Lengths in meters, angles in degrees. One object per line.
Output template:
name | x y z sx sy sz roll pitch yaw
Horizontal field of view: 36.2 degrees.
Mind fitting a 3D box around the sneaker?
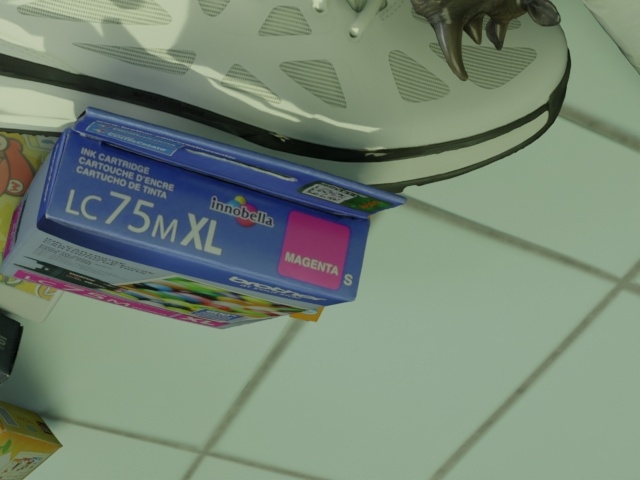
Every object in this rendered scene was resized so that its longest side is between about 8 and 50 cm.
sneaker | -0.047 -0.173 0.542 0.448 0.169 0.257 4 140 -8

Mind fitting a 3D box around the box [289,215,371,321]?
box | 0.000 0.000 0.777 0.028 0.081 0.136 14 127 -18

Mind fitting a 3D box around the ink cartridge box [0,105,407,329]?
ink cartridge box | -0.096 0.002 0.633 0.186 0.065 0.311 16 163 -20

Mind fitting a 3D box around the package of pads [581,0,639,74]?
package of pads | 0.327 -0.168 0.582 0.297 0.101 0.229 -18 143 36

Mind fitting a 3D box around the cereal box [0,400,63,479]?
cereal box | -0.349 0.234 0.840 0.240 0.047 0.173 -40 168 -10

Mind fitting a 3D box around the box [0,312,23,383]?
box | -0.392 0.077 0.793 0.183 0.059 0.233 -32 129 32

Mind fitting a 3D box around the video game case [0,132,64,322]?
video game case | -0.260 -0.045 0.742 0.206 0.026 0.227 24 124 -25

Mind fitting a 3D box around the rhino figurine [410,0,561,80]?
rhino figurine | 0.099 -0.199 0.536 0.106 0.243 0.073 20 163 -31
